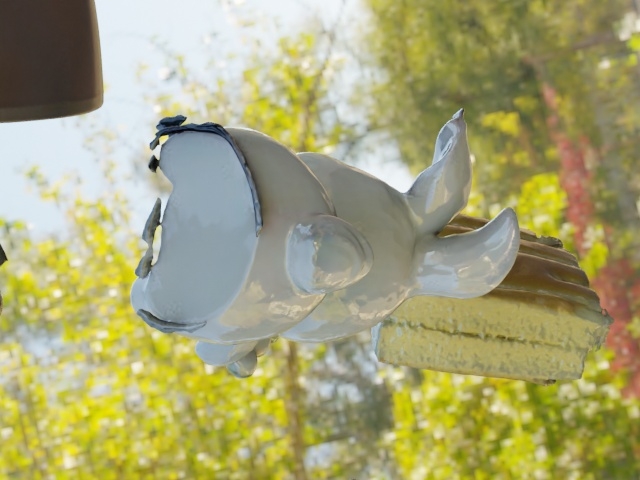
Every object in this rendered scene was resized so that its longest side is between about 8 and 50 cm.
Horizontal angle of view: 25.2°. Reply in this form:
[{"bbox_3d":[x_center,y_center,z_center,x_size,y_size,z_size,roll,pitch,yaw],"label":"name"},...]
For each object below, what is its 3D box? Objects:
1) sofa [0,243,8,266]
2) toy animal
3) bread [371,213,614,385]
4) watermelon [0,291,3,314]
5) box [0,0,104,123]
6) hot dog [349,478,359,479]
[{"bbox_3d":[-0.303,-0.019,1.043,0.060,0.147,0.085,-52,-40,-33],"label":"sofa"},{"bbox_3d":[-0.005,-0.001,1.195,0.310,0.247,0.183,8,-114,-50],"label":"toy animal"},{"bbox_3d":[0.183,0.057,1.616,0.239,0.246,0.111,-90,11,-66],"label":"bread"},{"bbox_3d":[-0.490,0.083,2.022,0.110,0.078,0.078,36,156,45],"label":"watermelon"},{"bbox_3d":[-0.417,-0.271,1.746,0.301,0.301,0.216,-76,-13,-72],"label":"box"},{"bbox_3d":[0.025,0.229,0.948,0.038,0.062,0.144,28,-131,-41],"label":"hot dog"}]
